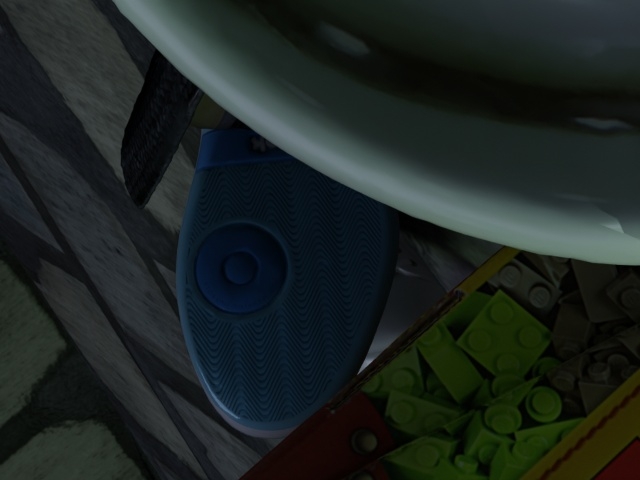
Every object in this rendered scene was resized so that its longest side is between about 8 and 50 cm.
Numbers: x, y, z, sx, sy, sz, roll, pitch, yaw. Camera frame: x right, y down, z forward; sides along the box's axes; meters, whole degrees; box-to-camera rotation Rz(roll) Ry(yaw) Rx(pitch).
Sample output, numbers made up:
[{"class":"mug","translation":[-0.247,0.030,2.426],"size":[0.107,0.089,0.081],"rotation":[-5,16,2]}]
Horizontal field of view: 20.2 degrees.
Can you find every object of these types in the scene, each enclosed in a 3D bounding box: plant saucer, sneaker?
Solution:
[{"class":"plant saucer","translation":[0.086,-0.194,0.462],"size":[0.400,0.100,0.401],"rotation":[9,115,19]},{"class":"sneaker","translation":[-0.017,-0.025,1.086],"size":[0.208,0.127,0.319],"rotation":[89,-176,-73]},{"class":"sneaker","translation":[0.000,0.000,1.244],"size":[0.290,0.106,0.123],"rotation":[43,155,58]}]

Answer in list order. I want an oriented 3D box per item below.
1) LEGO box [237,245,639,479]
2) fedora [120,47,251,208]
[{"class":"LEGO box","translation":[0.115,0.103,0.757],"size":[0.193,0.372,0.500],"rotation":[49,163,5]},{"class":"fedora","translation":[0.030,-0.134,0.774],"size":[0.152,0.334,0.334],"rotation":[21,164,-7]}]
